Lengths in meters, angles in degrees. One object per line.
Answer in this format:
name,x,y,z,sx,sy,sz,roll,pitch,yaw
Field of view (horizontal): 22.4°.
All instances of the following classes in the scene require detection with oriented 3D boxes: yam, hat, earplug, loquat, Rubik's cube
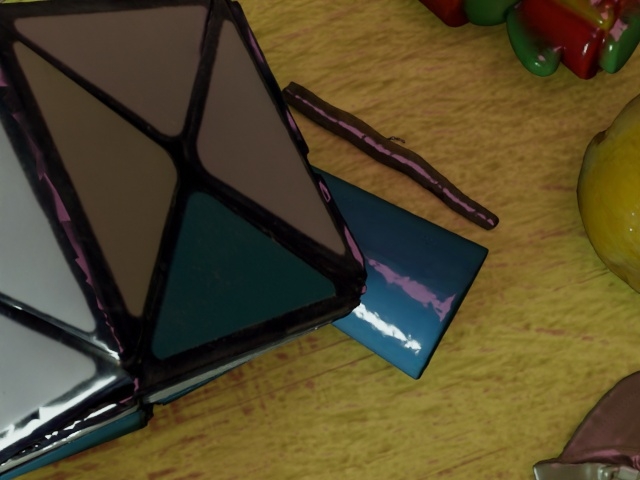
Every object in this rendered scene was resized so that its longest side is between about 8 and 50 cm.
yam,0.066,-0.080,1.494,0.234,0.029,0.027,33,111,2
hat,0.304,0.216,1.433,0.173,0.166,0.144,-24,120,-33
earplug,0.000,0.000,1.437,0.273,0.132,0.132,29,84,7
loquat,0.334,-0.044,1.396,0.213,0.213,0.213,0,83,0
Rubik's cube,-0.193,0.003,1.296,0.307,0.305,0.310,-31,79,35

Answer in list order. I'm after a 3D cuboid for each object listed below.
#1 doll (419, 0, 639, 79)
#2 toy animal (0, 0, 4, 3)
doll,0.142,-0.284,1.450,0.363,0.160,0.183,36,84,7
toy animal,-0.344,-0.319,1.457,0.154,0.166,0.250,-23,77,7
